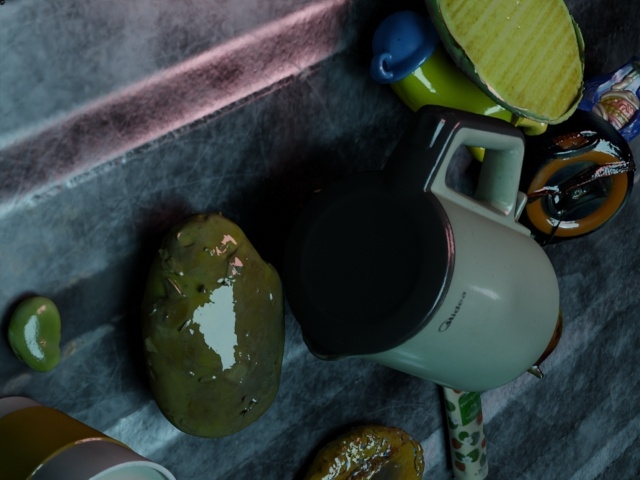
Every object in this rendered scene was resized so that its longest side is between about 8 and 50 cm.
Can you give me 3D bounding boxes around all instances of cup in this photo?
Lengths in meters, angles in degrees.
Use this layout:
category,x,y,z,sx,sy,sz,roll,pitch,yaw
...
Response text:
category,x,y,z,sx,sy,sz,roll,pitch,yaw
cup,-0.282,0.297,1.168,0.185,0.226,0.241,-11,117,-46

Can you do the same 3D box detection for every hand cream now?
category,x,y,z,sx,sy,sz,roll,pitch,yaw
hand cream,0.245,0.308,1.877,0.095,0.059,0.276,-33,125,-36

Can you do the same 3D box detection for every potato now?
category,x,y,z,sx,sy,sz,roll,pitch,yaw
potato,-0.123,0.106,1.316,0.192,0.141,0.296,-34,128,-36

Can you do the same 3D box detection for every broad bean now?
category,x,y,z,sx,sy,sz,roll,pitch,yaw
broad bean,-0.305,0.101,1.191,0.063,0.045,0.083,-19,114,-42

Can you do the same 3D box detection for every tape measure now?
category,x,y,z,sx,sy,sz,roll,pitch,yaw
tape measure,0.366,-0.095,1.696,0.223,0.135,0.202,-29,127,14

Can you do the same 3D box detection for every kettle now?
category,x,y,z,sx,sy,sz,roll,pitch,yaw
kettle,0.160,0.010,1.432,0.361,0.250,0.377,-60,150,5

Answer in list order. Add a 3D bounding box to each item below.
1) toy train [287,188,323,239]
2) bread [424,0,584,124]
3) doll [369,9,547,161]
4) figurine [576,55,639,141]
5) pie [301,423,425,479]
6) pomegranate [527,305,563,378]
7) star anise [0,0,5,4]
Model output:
category,x,y,z,sx,sy,sz,roll,pitch,yaw
toy train,0.000,0.000,1.466,0.087,0.050,0.137,-15,121,-50
bread,0.244,-0.285,1.452,0.301,0.045,0.301,18,59,-34
doll,0.196,-0.208,1.503,0.363,0.145,0.199,4,79,-45
figurine,0.445,-0.187,1.819,0.262,0.121,0.164,-34,121,-8
pie,0.056,0.394,1.700,0.273,0.069,0.273,-24,124,-40
pomegranate,0.322,0.103,1.792,0.156,0.156,0.220,-4,107,-46
star anise,-0.257,-0.340,0.994,0.288,0.088,0.288,-14,107,-55
